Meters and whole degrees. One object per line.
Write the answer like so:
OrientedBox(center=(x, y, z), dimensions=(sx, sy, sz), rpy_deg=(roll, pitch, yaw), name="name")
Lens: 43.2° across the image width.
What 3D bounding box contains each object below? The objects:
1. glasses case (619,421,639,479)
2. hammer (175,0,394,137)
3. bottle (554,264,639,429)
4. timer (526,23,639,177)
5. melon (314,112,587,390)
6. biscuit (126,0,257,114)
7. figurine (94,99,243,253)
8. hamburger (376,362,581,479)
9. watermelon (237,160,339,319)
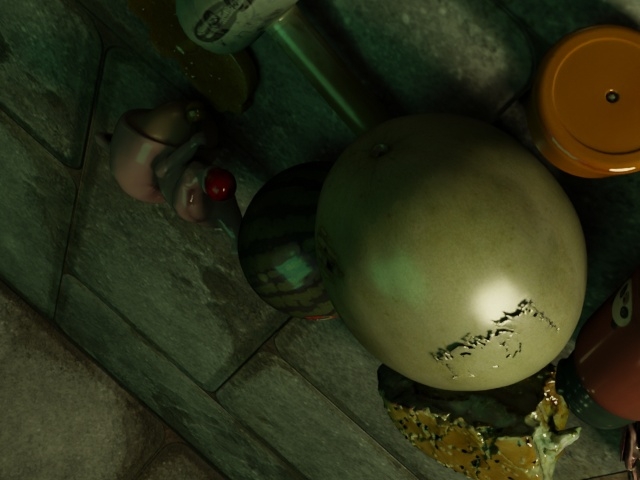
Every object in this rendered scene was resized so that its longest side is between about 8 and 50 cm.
OrientedBox(center=(0.413, 0.278, 1.036), dimensions=(0.070, 0.102, 0.193), rpy_deg=(22, 145, 41), name="glasses case")
OrientedBox(center=(-0.015, -0.215, 0.899), dimensions=(0.305, 0.113, 0.202), rpy_deg=(44, 152, -15), name="hammer")
OrientedBox(center=(0.355, 0.100, 0.843), dimensions=(0.144, 0.144, 0.336), rpy_deg=(35, 151, 10), name="bottle")
OrientedBox(center=(0.242, -0.109, 0.749), dimensions=(0.132, 0.132, 0.152), rpy_deg=(39, 172, 4), name="timer")
OrientedBox(center=(0.142, 0.024, 0.854), dimensions=(0.269, 0.268, 0.330), rpy_deg=(5, 141, 45), name="melon")
OrientedBox(center=(-0.160, -0.263, 1.058), dimensions=(0.225, 0.036, 0.166), rpy_deg=(48, 149, -17), name="biscuit")
OrientedBox(center=(-0.186, -0.108, 1.161), dimensions=(0.176, 0.186, 0.287), rpy_deg=(11, -156, -48), name="figurine")
OrientedBox(center=(0.226, 0.236, 1.123), dimensions=(0.288, 0.167, 0.192), rpy_deg=(9, 135, 42), name="hamburger")
OrientedBox(center=(0.000, 0.000, 1.045), dimensions=(0.212, 0.212, 0.212), rpy_deg=(29, 147, 21), name="watermelon")
